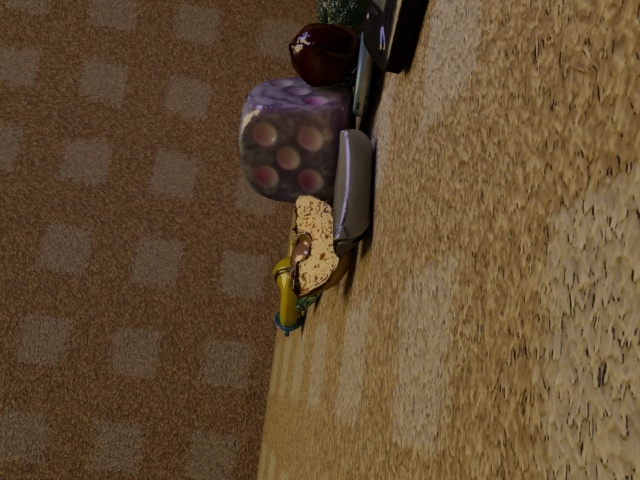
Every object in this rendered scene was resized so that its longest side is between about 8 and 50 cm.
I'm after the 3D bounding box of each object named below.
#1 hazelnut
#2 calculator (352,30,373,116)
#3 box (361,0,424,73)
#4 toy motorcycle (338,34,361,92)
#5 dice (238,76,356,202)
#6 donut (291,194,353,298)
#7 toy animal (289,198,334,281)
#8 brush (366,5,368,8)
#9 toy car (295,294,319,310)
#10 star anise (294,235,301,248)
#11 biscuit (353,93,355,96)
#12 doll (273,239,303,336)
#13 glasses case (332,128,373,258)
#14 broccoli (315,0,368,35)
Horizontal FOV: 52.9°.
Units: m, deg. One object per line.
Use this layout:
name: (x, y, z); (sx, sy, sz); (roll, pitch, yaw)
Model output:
hazelnut: (0.005, -0.485, 1.636); (0.160, 0.170, 0.201); (116, 169, -56)
calculator: (0.115, -0.448, 1.638); (0.188, 0.042, 0.302); (92, -175, -56)
box: (0.155, -0.513, 1.329); (0.290, 0.073, 0.288); (-102, 22, -58)
toy motorcycle: (0.084, -0.489, 1.819); (0.212, 0.084, 0.118); (105, 179, -54)
dice: (-0.054, -0.272, 1.718); (0.270, 0.271, 0.270); (-68, -18, -57)
donut: (0.013, 0.016, 1.592); (0.152, 0.101, 0.259); (-8, 74, 39)
toy animal: (-0.001, 0.000, 1.758); (0.165, 0.149, 0.248); (-5, -64, -82)
brush: (0.150, -0.609, 1.698); (0.190, 0.034, 0.027); (-95, 25, -64)
toy car: (-0.032, 0.168, 2.100); (0.186, 0.058, 0.093); (127, 154, -50)
star anise: (-0.024, -0.025, 2.009); (0.196, 0.111, 0.212); (98, 177, -87)
biscuit: (0.073, -0.333, 1.980); (0.160, 0.030, 0.249); (-99, 20, -65)
doll: (-0.111, 0.176, 2.389); (0.199, 0.145, 0.362); (17, -102, -83)
glasses case: (0.074, -0.103, 1.489); (0.128, 0.083, 0.308); (99, 176, -62)
broccoli: (0.069, -0.705, 2.011); (0.156, 0.195, 0.195); (-6, -72, -61)
